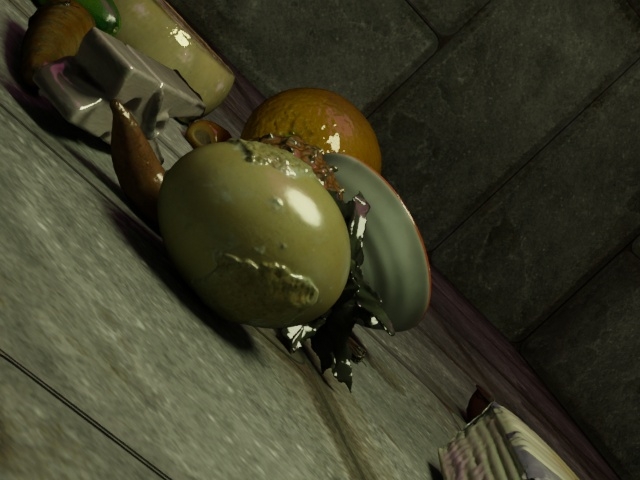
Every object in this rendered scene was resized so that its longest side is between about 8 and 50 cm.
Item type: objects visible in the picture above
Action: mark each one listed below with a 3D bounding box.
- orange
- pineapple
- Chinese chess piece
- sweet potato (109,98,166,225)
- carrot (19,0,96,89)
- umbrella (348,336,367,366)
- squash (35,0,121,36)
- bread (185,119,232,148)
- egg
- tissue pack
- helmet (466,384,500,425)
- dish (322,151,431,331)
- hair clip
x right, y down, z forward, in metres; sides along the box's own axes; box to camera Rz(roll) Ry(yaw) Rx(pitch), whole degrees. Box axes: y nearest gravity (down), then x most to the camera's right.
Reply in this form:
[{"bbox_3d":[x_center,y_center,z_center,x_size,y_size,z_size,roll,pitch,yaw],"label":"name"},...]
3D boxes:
[{"bbox_3d":[-0.017,-0.113,1.969,0.236,0.236,0.236,46,6,-6],"label":"orange"},{"bbox_3d":[-0.008,0.007,1.546,0.165,0.165,0.364,43,9,-34],"label":"pineapple"},{"bbox_3d":[-0.256,-0.306,2.099,0.270,0.112,0.270,46,5,-5],"label":"Chinese chess piece"},{"bbox_3d":[-0.135,-0.028,1.351,0.067,0.059,0.281,-10,-44,47],"label":"sweet potato"},{"bbox_3d":[-0.289,-0.205,1.445,0.078,0.078,0.298,45,11,-17],"label":"carrot"},{"bbox_3d":[0.032,0.129,1.704,0.083,0.020,0.031,43,4,15],"label":"umbrella"},{"bbox_3d":[-0.373,-0.369,1.833,0.292,0.082,0.082,47,6,19],"label":"squash"},{"bbox_3d":[-0.160,-0.149,2.024,0.062,0.049,0.103,48,8,15],"label":"bread"},{"bbox_3d":[-0.062,-0.004,1.256,0.201,0.164,0.164,43,7,-17],"label":"egg"},{"bbox_3d":[0.246,0.318,1.426,0.242,0.125,0.344,46,6,-4],"label":"tissue pack"},{"bbox_3d":[0.267,0.284,2.112,0.111,0.057,0.089,44,1,27],"label":"helmet"},{"bbox_3d":[0.028,0.019,1.770,0.260,0.085,0.260,36,-39,37],"label":"dish"},{"bbox_3d":[-0.206,-0.151,1.423,0.085,0.101,0.331,52,5,8],"label":"hair clip"}]
